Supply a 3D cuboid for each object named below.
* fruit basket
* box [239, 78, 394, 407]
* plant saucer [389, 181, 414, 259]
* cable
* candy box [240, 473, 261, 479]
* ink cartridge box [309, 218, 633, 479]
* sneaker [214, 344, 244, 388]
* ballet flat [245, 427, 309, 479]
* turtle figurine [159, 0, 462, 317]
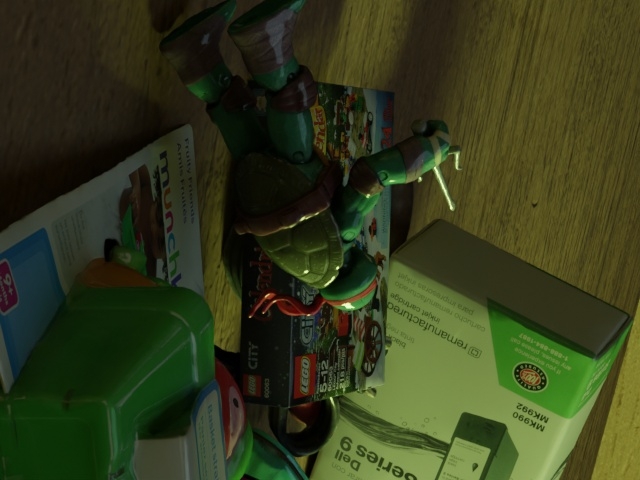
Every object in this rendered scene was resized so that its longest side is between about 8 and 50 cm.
[{"bbox_3d":[-0.100,0.119,0.926,0.353,0.165,0.327,-38,126,-68],"label":"fruit basket"},{"bbox_3d":[0.000,0.000,1.178,0.159,0.044,0.233,-4,96,-63],"label":"box"},{"bbox_3d":[0.036,0.005,1.405,0.168,0.029,0.168,-53,155,-39],"label":"plant saucer"},{"bbox_3d":[-0.031,0.076,1.278,0.139,0.072,0.287,-51,140,-9],"label":"cable"},{"bbox_3d":[-0.090,0.271,1.138,0.233,0.159,0.071,-46,147,-47],"label":"candy box"},{"bbox_3d":[0.133,0.160,1.481,0.121,0.211,0.289,-35,148,-58],"label":"ink cartridge box"},{"bbox_3d":[-0.101,0.123,1.125,0.152,0.058,0.085,-26,129,-57],"label":"sneaker"},{"bbox_3d":[-0.039,0.245,1.368,0.087,0.083,0.247,-47,152,-13],"label":"ballet flat"},{"bbox_3d":[-0.004,-0.040,0.990,0.234,0.175,0.118,61,37,-22],"label":"turtle figurine"}]
